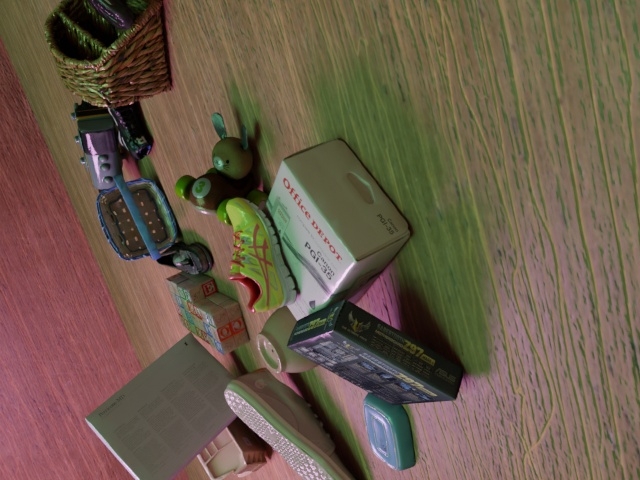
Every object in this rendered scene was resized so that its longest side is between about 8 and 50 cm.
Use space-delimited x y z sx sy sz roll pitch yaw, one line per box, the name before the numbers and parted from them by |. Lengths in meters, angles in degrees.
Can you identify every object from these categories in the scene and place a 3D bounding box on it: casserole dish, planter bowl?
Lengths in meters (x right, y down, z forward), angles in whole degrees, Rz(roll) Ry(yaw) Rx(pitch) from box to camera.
casserole dish | 0.131 0.381 1.115 0.114 0.037 0.188 22 131 50
planter bowl | -0.073 0.227 1.242 0.162 0.109 0.162 38 141 38

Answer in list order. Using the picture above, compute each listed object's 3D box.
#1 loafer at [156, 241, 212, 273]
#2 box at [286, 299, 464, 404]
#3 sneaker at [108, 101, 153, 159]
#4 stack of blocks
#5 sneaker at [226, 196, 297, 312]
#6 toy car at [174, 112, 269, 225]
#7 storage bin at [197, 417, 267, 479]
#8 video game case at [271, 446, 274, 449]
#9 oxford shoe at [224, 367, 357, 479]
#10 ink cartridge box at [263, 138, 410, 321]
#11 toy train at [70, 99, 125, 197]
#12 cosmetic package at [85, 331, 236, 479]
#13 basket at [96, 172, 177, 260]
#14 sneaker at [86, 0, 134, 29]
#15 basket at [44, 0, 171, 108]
loafer | -0.406 0.061 1.652 0.267 0.084 0.096 4 116 56
box | 0.083 0.189 0.906 0.233 0.059 0.183 31 153 -13
sneaker | -0.518 -0.318 1.561 0.121 0.079 0.217 45 153 24
stack of blocks | -0.337 0.200 1.647 0.297 0.087 0.171 16 125 52
sneaker | -0.118 0.027 0.941 0.081 0.094 0.208 -24 91 63
toy car | -0.191 -0.152 1.123 0.155 0.149 0.188 29 124 28
storage bin | -0.310 0.635 1.797 0.260 0.123 0.262 51 175 22
video game case | -0.121 0.521 1.618 0.204 0.025 0.285 63 150 1
oxford shoe | -0.040 0.481 1.380 0.449 0.130 0.169 43 141 6
ink cartridge box | 0.000 0.000 0.948 0.207 0.117 0.283 54 149 17
toy train | -0.674 -0.283 1.718 0.334 0.142 0.190 102 152 -47
cosmetic package | -0.430 0.495 1.629 0.284 0.377 0.097 43 148 12
basket | -0.537 -0.058 1.649 0.254 0.201 0.289 67 159 -4
sneaker | -0.445 -0.574 1.177 0.281 0.162 0.106 44 173 19
basket | -0.510 -0.471 1.287 0.299 0.213 0.223 42 144 32
